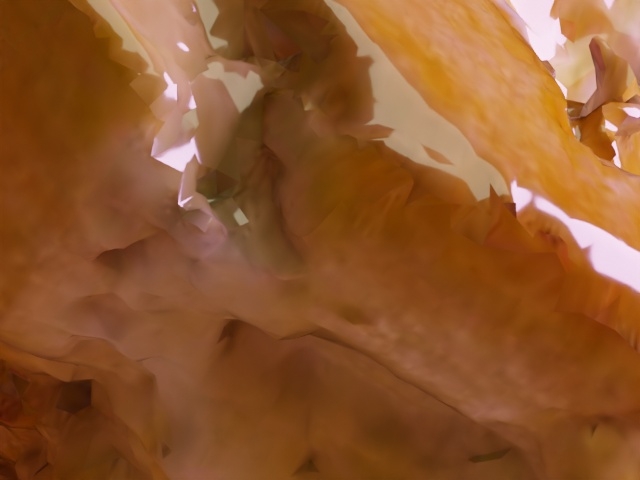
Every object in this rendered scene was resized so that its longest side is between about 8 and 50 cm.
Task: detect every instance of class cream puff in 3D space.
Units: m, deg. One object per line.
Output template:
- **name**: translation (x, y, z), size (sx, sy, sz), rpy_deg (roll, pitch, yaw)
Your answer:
- **cream puff**: translation (0.000, 0.000, 0.477), size (0.343, 0.231, 0.327), rpy_deg (9, 47, -44)
